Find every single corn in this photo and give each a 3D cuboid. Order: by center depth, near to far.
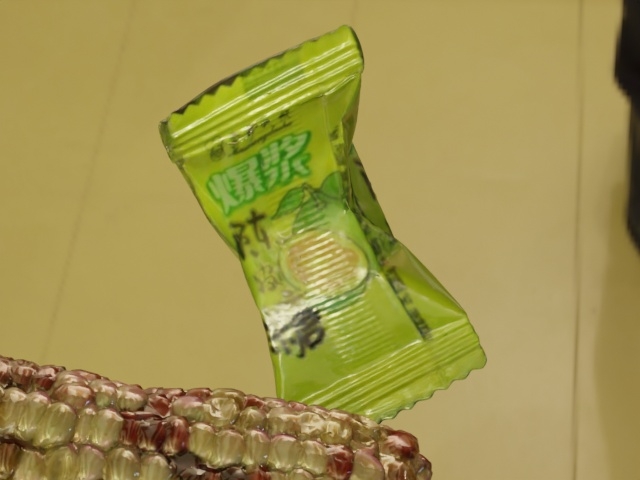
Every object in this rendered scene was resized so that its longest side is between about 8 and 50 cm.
[{"bbox_3d":[-0.092,0.088,0.730,0.280,0.092,0.092,6,46,-5],"label":"corn"}]

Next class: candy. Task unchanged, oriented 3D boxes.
[{"bbox_3d":[0.000,0.000,1.228,0.149,0.069,0.246,-26,87,16],"label":"candy"}]
